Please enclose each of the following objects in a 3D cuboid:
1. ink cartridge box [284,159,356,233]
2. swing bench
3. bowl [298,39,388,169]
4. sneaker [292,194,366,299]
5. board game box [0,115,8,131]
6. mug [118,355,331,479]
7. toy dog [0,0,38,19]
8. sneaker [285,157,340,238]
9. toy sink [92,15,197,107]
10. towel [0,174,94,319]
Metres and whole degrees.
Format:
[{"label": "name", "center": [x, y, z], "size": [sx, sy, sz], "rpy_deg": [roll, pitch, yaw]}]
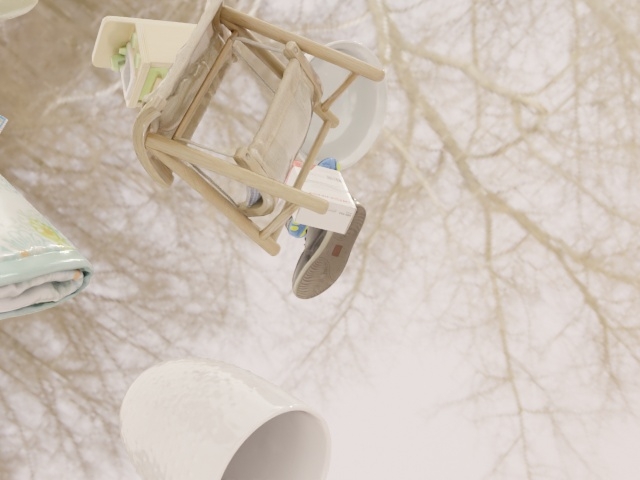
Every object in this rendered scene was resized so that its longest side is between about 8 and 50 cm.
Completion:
[{"label": "ink cartridge box", "center": [-0.005, -0.076, 1.633], "size": [0.135, 0.099, 0.056], "rpy_deg": [-110, -142, -56]}, {"label": "swing bench", "center": [-0.089, -0.165, 1.226], "size": [0.165, 0.254, 0.253], "rpy_deg": [-39, -157, 56]}, {"label": "bowl", "center": [0.004, -0.316, 2.167], "size": [0.134, 0.298, 0.298], "rpy_deg": [26, -104, 46]}, {"label": "sneaker", "center": [0.000, 0.000, 1.823], "size": [0.222, 0.083, 0.118], "rpy_deg": [-59, -140, 14]}, {"label": "board game box", "center": [-0.747, -0.249, 1.973], "size": [0.103, 0.154, 0.026], "rpy_deg": [-59, -170, -4]}, {"label": "mug", "center": [-0.197, 0.394, 1.662], "size": [0.328, 0.276, 0.374], "rpy_deg": [23, -70, 40]}, {"label": "toy dog", "center": [-0.570, -0.364, 1.017], "size": [0.407, 0.285, 0.395], "rpy_deg": [-10, -177, -41]}, {"label": "sneaker", "center": [-0.023, -0.096, 2.010], "size": [0.188, 0.067, 0.078], "rpy_deg": [-61, -150, 0]}, {"label": "toy sink", "center": [-0.358, -0.375, 2.040], "size": [0.153, 0.234, 0.131], "rpy_deg": [-53, -137, 50]}, {"label": "towel", "center": [-0.468, -0.039, 1.074], "size": [0.090, 0.320, 0.374], "rpy_deg": [-49, 166, 15]}]
